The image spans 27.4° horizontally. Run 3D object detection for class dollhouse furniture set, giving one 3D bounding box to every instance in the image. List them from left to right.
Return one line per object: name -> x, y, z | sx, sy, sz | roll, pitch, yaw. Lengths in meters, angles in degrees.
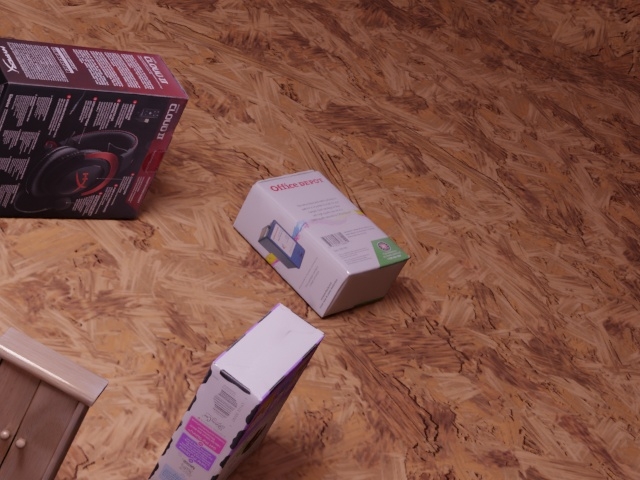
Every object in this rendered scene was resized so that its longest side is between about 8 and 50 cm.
dollhouse furniture set -> -0.346, 0.232, 1.192 | 0.303, 0.174, 0.355 | 29, 22, 0

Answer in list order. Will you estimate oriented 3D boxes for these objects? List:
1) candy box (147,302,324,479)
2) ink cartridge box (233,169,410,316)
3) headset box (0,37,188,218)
candy box -> -0.095, 0.190, 1.481 | 0.070, 0.196, 0.165 | 35, 31, 9
ink cartridge box -> 0.000, 0.000, 1.936 | 0.212, 0.093, 0.154 | 46, 34, 23
headset box -> -0.330, -0.143, 1.755 | 0.293, 0.218, 0.110 | 0, 42, -38
